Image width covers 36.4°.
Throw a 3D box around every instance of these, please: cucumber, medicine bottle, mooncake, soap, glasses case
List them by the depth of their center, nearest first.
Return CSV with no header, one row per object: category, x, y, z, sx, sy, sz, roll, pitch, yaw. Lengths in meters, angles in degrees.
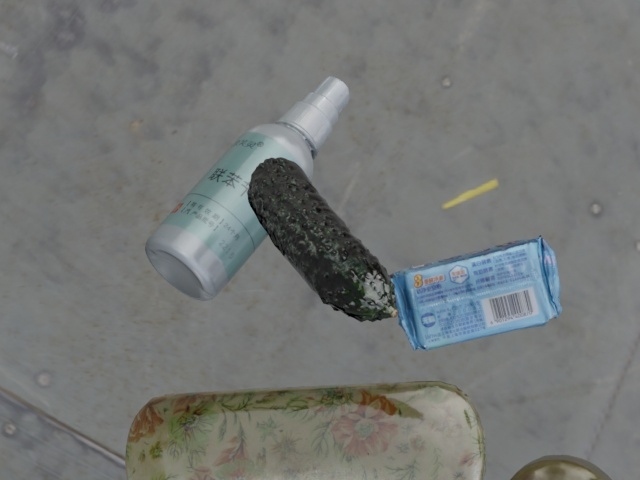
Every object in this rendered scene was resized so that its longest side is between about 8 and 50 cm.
cucumber,-0.002,0.000,0.932,0.072,0.300,0.072,-9,117,-18
glasses case,-0.022,0.248,1.132,0.425,0.098,0.157,-5,80,12
medicine bottle,-0.074,-0.083,1.246,0.110,0.110,0.352,48,62,-17
soap,0.271,0.094,1.686,0.293,0.077,0.156,-12,93,3
mooncake,0.525,0.613,2.118,0.284,0.155,0.285,-3,79,16
